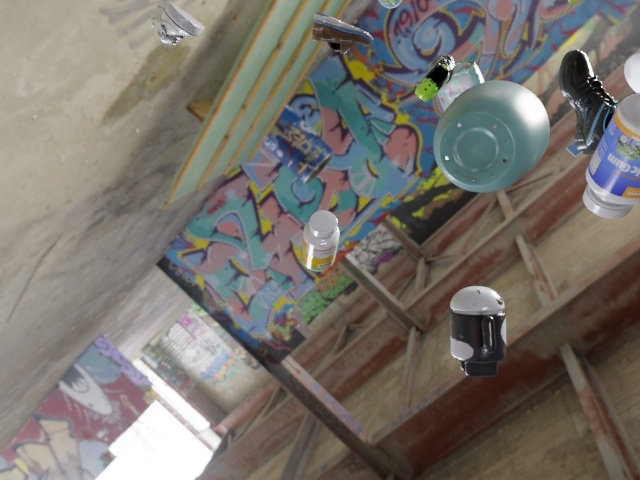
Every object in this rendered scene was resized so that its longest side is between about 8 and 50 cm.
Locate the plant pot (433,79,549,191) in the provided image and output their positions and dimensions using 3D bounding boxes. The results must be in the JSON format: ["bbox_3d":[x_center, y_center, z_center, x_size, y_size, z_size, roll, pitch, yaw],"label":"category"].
[{"bbox_3d":[0.430,-0.259,1.329,0.293,0.293,0.235,-45,175,34],"label":"plant pot"}]

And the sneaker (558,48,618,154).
[{"bbox_3d":[0.864,-0.444,1.601,0.125,0.341,0.139,-28,-167,-18],"label":"sneaker"}]

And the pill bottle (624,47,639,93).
[{"bbox_3d":[0.908,-0.484,1.245,0.283,0.161,0.161,-39,-179,-4],"label":"pill bottle"}]

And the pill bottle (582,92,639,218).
[{"bbox_3d":[0.699,-0.178,1.146,0.152,0.152,0.272,-47,152,-30],"label":"pill bottle"}]

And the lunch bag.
[{"bbox_3d":[0.523,-0.522,1.828,0.160,0.223,0.262,-27,-160,4],"label":"lunch bag"}]

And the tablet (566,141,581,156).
[{"bbox_3d":[0.972,-0.353,1.899,0.083,0.054,0.006,-35,141,10],"label":"tablet"}]

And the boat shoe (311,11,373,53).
[{"bbox_3d":[0.047,-0.480,1.199,0.183,0.066,0.066,1,119,-41],"label":"boat shoe"}]

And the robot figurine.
[{"bbox_3d":[0.499,0.284,1.605,0.173,0.278,0.209,-3,-179,-37],"label":"robot figurine"}]

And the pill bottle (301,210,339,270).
[{"bbox_3d":[0.000,0.000,1.920,0.136,0.136,0.246,-47,162,-30],"label":"pill bottle"}]

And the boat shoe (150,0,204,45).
[{"bbox_3d":[-0.354,-0.511,1.209,0.088,0.096,0.267,-55,-138,11],"label":"boat shoe"}]

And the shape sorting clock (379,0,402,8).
[{"bbox_3d":[0.238,-0.924,1.780,0.040,0.206,0.206,-25,172,-26],"label":"shape sorting clock"}]

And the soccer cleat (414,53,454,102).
[{"bbox_3d":[0.279,-0.388,1.181,0.179,0.060,0.072,-54,-175,-32],"label":"soccer cleat"}]

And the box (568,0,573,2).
[{"bbox_3d":[0.574,-0.547,1.012,0.178,0.042,0.109,-32,-179,34],"label":"box"}]
